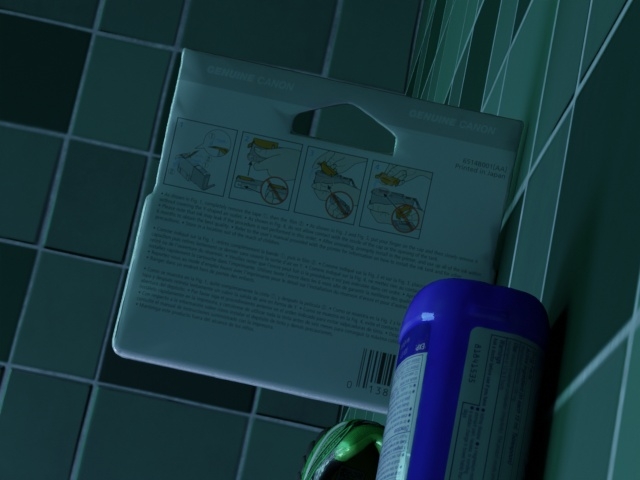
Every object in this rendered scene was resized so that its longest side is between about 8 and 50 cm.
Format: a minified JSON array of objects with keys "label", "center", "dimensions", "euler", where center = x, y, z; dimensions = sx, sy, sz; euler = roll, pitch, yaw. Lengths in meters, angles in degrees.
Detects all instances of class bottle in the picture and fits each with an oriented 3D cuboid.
[{"label":"bottle","center":[0.074,0.168,1.105],"dimensions":[0.118,0.092,0.283],"euler":[102,179,-68]}]

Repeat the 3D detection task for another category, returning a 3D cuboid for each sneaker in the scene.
[{"label":"sneaker","center":[0.004,0.348,1.928],"dimensions":[0.146,0.134,0.343],"euler":[120,161,-75]}]

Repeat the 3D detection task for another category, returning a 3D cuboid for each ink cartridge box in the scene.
[{"label":"ink cartridge box","center":[0.000,0.000,1.537],"dimensions":[0.066,0.296,0.261],"euler":[108,175,-84]}]
